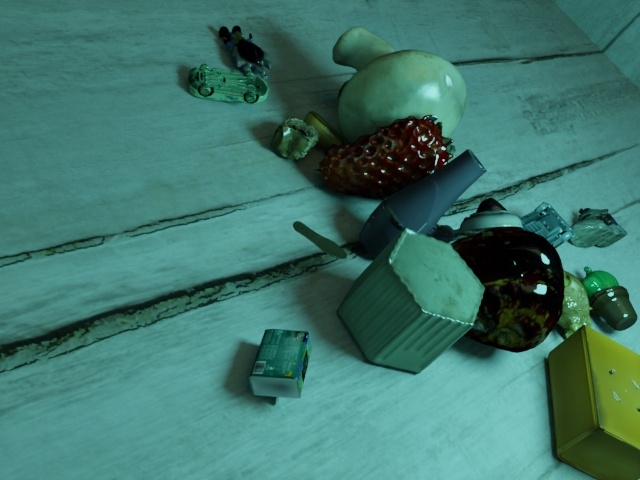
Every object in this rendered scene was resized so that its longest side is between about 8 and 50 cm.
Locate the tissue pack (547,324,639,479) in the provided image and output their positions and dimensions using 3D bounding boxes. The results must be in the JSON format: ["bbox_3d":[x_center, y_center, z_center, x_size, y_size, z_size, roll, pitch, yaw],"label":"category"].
[{"bbox_3d":[0.608,0.355,1.632,0.194,0.145,0.275,27,42,-12],"label":"tissue pack"}]

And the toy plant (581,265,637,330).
[{"bbox_3d":[0.727,0.140,1.959,0.142,0.105,0.200,10,37,-39],"label":"toy plant"}]

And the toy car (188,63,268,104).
[{"bbox_3d":[-0.211,-0.347,1.737,0.186,0.058,0.093,5,49,-18],"label":"toy car"}]

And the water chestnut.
[{"bbox_3d":[0.387,0.098,1.632,0.289,0.289,0.244,41,2,2],"label":"water chestnut"}]

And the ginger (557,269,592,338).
[{"bbox_3d":[0.601,0.154,1.850,0.157,0.102,0.216,55,27,-25],"label":"ginger"}]

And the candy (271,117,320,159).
[{"bbox_3d":[-0.056,-0.235,1.732,0.095,0.085,0.110,29,30,-2],"label":"candy"}]

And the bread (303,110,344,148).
[{"bbox_3d":[0.003,-0.255,1.813,0.115,0.056,0.082,40,12,-21],"label":"bread"}]

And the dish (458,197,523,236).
[{"bbox_3d":[0.375,-0.057,1.691,0.141,0.141,0.078,1,81,-37],"label":"dish"}]

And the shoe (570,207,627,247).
[{"bbox_3d":[0.783,-0.052,2.178,0.227,0.099,0.126,6,57,-40],"label":"shoe"}]

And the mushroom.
[{"bbox_3d":[0.162,-0.332,1.813,0.356,0.315,0.315,24,40,0],"label":"mushroom"}]

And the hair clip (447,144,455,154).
[{"bbox_3d":[0.276,-0.219,2.004,0.229,0.036,0.066,-17,60,-39],"label":"hair clip"}]

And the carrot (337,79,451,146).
[{"bbox_3d":[0.206,-0.323,2.028,0.358,0.074,0.074,25,41,-21],"label":"carrot"}]

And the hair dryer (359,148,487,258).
[{"bbox_3d":[0.272,-0.058,1.720,0.121,0.301,0.361,58,18,23],"label":"hair dryer"}]

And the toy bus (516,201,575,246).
[{"bbox_3d":[0.530,-0.002,1.926,0.265,0.120,0.121,-22,68,-47],"label":"toy bus"}]

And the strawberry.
[{"bbox_3d":[0.166,-0.162,1.708,0.280,0.253,0.150,0,61,-35],"label":"strawberry"}]

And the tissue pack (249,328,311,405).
[{"bbox_3d":[-0.065,0.218,1.304,0.085,0.079,0.111,2,39,11],"label":"tissue pack"}]

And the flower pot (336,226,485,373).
[{"bbox_3d":[0.178,0.119,1.489,0.239,0.190,0.209,17,44,-23],"label":"flower pot"}]

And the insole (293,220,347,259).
[{"bbox_3d":[0.000,0.000,1.612,0.135,0.002,0.045,34,39,-5],"label":"insole"}]

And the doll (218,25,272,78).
[{"bbox_3d":[-0.180,-0.459,1.860,0.096,0.070,0.195,-18,57,-29],"label":"doll"}]
